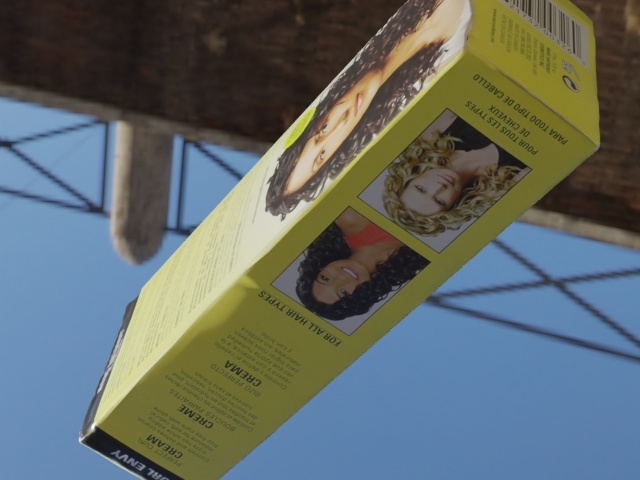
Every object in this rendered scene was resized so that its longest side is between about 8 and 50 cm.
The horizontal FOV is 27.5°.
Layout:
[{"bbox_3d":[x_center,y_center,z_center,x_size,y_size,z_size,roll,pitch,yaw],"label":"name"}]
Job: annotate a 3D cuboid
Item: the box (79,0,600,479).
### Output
[{"bbox_3d":[0.000,0.000,0.479,0.058,0.232,0.087,34,-146,-16],"label":"box"}]
